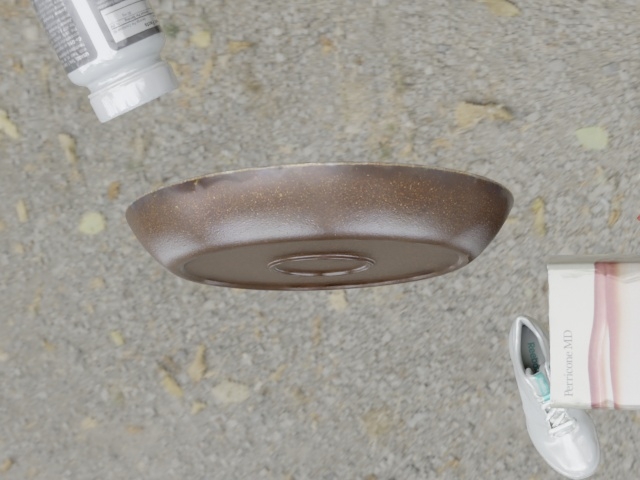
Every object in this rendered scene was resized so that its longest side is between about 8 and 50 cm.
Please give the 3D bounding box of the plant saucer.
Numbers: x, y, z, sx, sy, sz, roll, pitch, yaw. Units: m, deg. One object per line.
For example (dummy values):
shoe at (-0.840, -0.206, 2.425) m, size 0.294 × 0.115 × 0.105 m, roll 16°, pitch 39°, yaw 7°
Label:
plant saucer at (0.000, 0.000, 0.837) m, size 0.310 × 0.310 × 0.050 m, roll -6°, pitch 78°, yaw 25°

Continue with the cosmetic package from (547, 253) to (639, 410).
cosmetic package at (0.376, 0.088, 1.030) m, size 0.296 × 0.129 × 0.153 m, roll -2°, pitch 91°, yaw 14°

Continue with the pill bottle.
pill bottle at (-0.161, -0.160, 0.754) m, size 0.078 × 0.078 × 0.137 m, roll -19°, pitch 103°, yaw 26°

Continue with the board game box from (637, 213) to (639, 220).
board game box at (0.428, 0.015, 0.886) m, size 0.281 × 0.027 × 0.145 m, roll 40°, pitch 76°, yaw 12°

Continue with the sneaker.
sneaker at (0.279, 0.191, 1.285) m, size 0.080 × 0.094 × 0.212 m, roll -24°, pitch 67°, yaw 8°
